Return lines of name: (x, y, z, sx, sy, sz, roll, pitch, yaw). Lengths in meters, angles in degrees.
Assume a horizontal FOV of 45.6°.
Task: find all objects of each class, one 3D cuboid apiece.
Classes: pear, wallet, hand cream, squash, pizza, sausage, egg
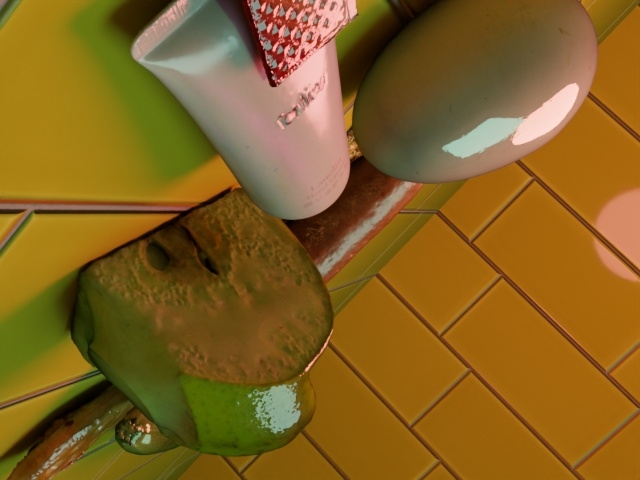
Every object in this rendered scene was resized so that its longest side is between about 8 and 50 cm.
pear: (-0.112, 0.115, 0.881, 0.286, 0.282, 0.176, -34, 157, -42)
wallet: (-0.021, -0.205, 0.517, 0.103, 0.020, 0.196, -42, 149, -17)
hand cream: (-0.042, -0.131, 0.679, 0.185, 0.118, 0.358, -45, 162, -9)
squash: (-0.326, 0.380, 1.561, 0.107, 0.107, 0.395, -44, 168, -2)
pizza: (-0.371, 0.287, 1.156, 0.246, 0.058, 0.127, -40, 167, -33)
sausage: (0.000, -0.001, 1.268, 0.501, 0.123, 0.136, -44, -177, 4)
egg: (0.198, -0.200, 0.969, 0.371, 0.230, 0.230, -34, 166, -25)
pizza: (0.051, -0.141, 1.193, 0.108, 0.026, 0.123, -44, 170, 11)
